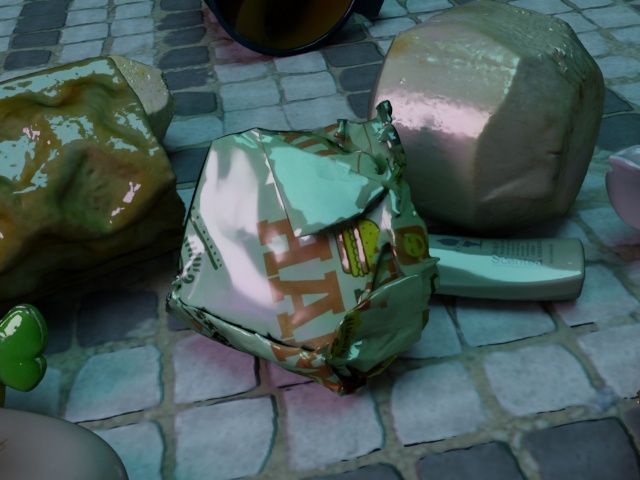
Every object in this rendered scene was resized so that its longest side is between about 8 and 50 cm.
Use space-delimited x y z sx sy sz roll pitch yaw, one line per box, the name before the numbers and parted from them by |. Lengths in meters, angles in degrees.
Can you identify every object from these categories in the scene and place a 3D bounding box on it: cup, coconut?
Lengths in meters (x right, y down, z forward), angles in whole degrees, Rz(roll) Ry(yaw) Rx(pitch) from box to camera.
cup | -0.068 -0.463 1.170 0.308 0.242 0.292 -19 37 -13
coconut | -0.238 -0.151 0.884 0.116 0.122 0.116 14 57 -23
coconut | 0.143 -0.118 0.715 0.241 0.241 0.241 -3 37 3

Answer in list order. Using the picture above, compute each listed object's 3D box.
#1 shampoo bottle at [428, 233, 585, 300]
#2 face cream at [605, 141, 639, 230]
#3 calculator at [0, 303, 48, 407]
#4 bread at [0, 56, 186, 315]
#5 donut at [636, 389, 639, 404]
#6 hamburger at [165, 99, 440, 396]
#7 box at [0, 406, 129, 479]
shampoo bottle | 0.124 0.021 0.663 0.212 0.049 0.072 3 40 11
face cream | 0.399 -0.100 0.711 0.369 0.145 0.145 -26 42 -25
calculator | -0.320 0.098 0.555 0.234 0.146 0.032 -9 -2 -3
bread | -0.259 -0.047 0.690 0.252 0.238 0.196 -20 80 -13
donut | 0.396 0.093 0.391 0.448 0.198 0.449 -9 34 6
hamburger | 0.001 -0.003 0.606 0.214 0.125 0.235 15 75 21
box | -0.223 0.175 0.469 0.200 0.088 0.146 4 36 13
